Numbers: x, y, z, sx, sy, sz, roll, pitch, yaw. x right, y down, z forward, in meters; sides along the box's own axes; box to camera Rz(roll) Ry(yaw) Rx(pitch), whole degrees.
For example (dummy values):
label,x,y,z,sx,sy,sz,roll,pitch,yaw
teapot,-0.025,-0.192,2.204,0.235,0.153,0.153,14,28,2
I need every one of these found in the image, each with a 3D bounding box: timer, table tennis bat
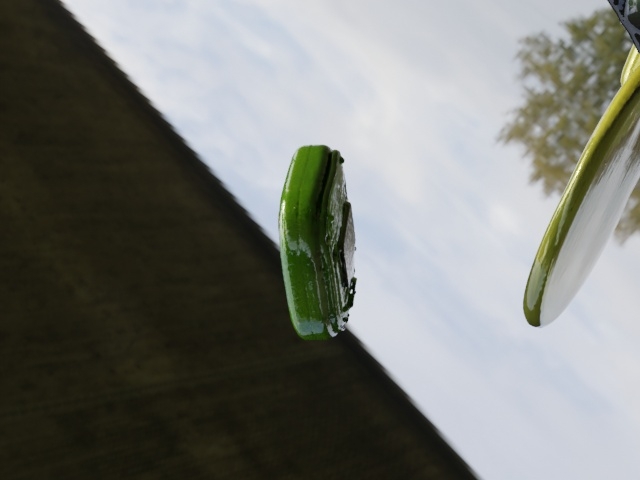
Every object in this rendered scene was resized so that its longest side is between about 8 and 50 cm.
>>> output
label,x,y,z,sx,sy,sz,roll,pitch,yaw
timer,0.000,0.000,0.932,0.047,0.128,0.140,-3,-150,9
table tennis bat,0.246,-0.096,0.965,0.054,0.368,0.224,28,-168,19

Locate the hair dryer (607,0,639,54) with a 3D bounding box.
label,x,y,z,sx,sy,sz,roll,pitch,yaw
hair dryer,0.211,-0.086,0.559,0.116,0.244,0.302,45,-127,-20
